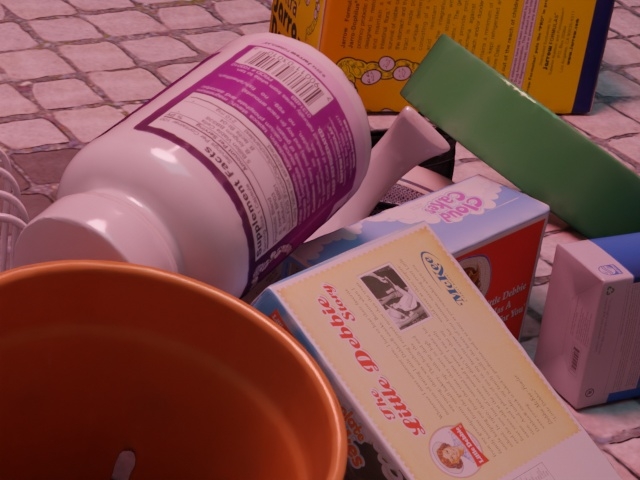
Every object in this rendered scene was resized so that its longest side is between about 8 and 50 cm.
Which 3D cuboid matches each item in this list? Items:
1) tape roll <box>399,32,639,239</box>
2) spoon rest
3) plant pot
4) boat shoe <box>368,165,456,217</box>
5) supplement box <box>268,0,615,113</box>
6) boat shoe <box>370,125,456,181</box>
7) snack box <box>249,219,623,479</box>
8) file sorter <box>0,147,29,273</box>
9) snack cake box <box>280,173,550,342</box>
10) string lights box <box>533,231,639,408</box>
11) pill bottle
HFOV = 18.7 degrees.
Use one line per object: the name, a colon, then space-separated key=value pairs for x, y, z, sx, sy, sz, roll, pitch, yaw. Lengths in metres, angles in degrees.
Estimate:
tape roll: x=0.227 y=-0.080 z=1.897 sx=0.321 sy=0.077 sz=0.321 roll=36 pitch=8 yaw=-6
spoon rest: x=0.000 y=0.000 z=1.730 sx=0.137 sy=0.276 sz=0.084 roll=45 pitch=-14 yaw=-4
plant pot: x=-0.146 y=0.182 z=1.299 sx=0.291 sy=0.203 sz=0.291 roll=12 pitch=35 yaw=-8
boat shoe: x=-0.022 y=0.007 z=1.817 sx=0.341 sy=0.127 sz=0.158 roll=5 pitch=40 yaw=-1
supplement box: x=0.140 y=-0.274 z=2.289 sx=0.357 sy=0.195 sz=0.194 roll=0 pitch=29 yaw=-18
boat shoe: x=-0.007 y=-0.079 z=1.973 sx=0.306 sy=0.105 sz=0.113 roll=2 pitch=28 yaw=-12
snack box: x=0.101 y=0.146 z=1.466 sx=0.187 sy=0.060 sz=0.322 roll=-22 pitch=70 yaw=-44
file sorter: x=-0.340 y=0.016 z=1.592 sx=0.193 sy=0.173 sz=0.277 roll=0 pitch=20 yaw=-16
snack cake box: x=0.078 y=0.053 z=1.694 sx=0.089 sy=0.152 sz=0.264 roll=28 pitch=33 yaw=34
string lights box: x=0.330 y=0.061 z=1.768 sx=0.260 sy=0.133 sz=0.077 roll=-7 pitch=31 yaw=-28
pill bottle: x=-0.100 y=-0.032 z=1.518 sx=0.169 sy=0.169 sz=0.301 roll=21 pitch=39 yaw=23
